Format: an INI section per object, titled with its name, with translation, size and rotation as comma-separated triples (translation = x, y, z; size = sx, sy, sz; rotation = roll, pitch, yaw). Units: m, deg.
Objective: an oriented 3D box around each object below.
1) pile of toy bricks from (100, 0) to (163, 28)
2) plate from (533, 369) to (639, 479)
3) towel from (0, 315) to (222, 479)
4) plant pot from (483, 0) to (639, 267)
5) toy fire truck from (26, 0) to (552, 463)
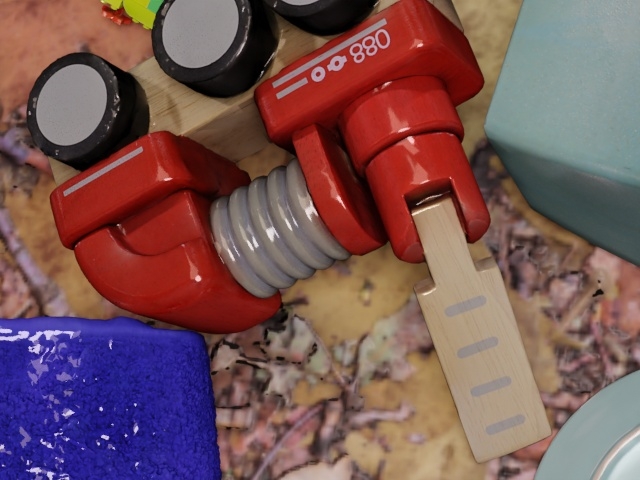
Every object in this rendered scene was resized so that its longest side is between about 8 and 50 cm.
[pile of toy bricks]
translation = -0.094, -0.170, 0.861
size = 0.212, 0.118, 0.105
rotation = 33, 111, 9
[plate]
translation = 0.188, 0.142, 0.689
size = 0.188, 0.024, 0.188
rotation = -6, 70, 16
[towel]
translation = -0.150, 0.183, 0.702
size = 0.228, 0.076, 0.308
rotation = -2, 68, -14
[plant pot]
translation = 0.211, -0.059, 0.687
size = 0.234, 0.166, 0.165
rotation = 12, 74, 27
[toy fire truck]
translation = 0.000, 0.000, 0.730
size = 0.217, 0.158, 0.246
rotation = -28, 67, 18
